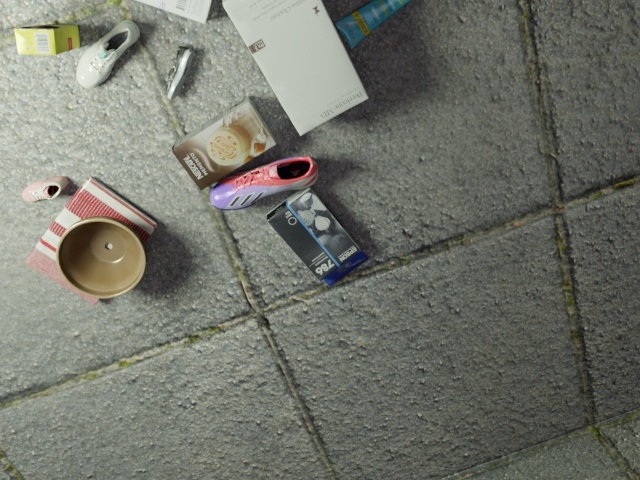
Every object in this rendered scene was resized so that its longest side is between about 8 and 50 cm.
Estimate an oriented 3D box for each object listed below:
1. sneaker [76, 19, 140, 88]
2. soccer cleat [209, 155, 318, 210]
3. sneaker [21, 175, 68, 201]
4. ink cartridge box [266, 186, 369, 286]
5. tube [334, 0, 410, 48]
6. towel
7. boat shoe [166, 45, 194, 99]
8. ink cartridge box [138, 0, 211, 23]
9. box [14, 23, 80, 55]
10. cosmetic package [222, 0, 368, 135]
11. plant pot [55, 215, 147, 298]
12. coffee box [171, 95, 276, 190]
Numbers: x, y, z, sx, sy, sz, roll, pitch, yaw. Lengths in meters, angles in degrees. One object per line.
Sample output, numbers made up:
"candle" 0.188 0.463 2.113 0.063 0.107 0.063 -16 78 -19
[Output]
"sneaker" -0.544 -0.467 1.479 0.080 0.094 0.212 40 103 -24
"soccer cleat" -0.161 -0.169 1.643 0.318 0.116 0.109 -15 80 -4
"sneaker" -0.760 -0.134 1.610 0.134 0.070 0.051 -20 117 2
"ink cartridge box" 0.000 0.000 1.791 0.165 0.065 0.333 -38 115 8
"tube" 0.145 -0.600 1.554 0.207 0.052 0.080 -32 105 13
"towel" -0.661 0.005 1.708 0.237 0.037 0.329 38 102 -19
"boat shoe" -0.376 -0.440 1.547 0.040 0.049 0.142 28 106 1
"ink cartridge box" -0.362 -0.639 1.431 0.212 0.093 0.154 14 110 -16
"box" -0.634 -0.474 1.385 0.087 0.232 0.058 -2 112 -9
"cosmetic package" -0.059 -0.489 1.483 0.217 0.156 0.385 -29 121 9
"plant pot" -0.601 0.034 1.649 0.237 0.110 0.238 -2 111 -6
"coffee box" -0.261 -0.264 1.610 0.246 0.098 0.141 -31 114 6
